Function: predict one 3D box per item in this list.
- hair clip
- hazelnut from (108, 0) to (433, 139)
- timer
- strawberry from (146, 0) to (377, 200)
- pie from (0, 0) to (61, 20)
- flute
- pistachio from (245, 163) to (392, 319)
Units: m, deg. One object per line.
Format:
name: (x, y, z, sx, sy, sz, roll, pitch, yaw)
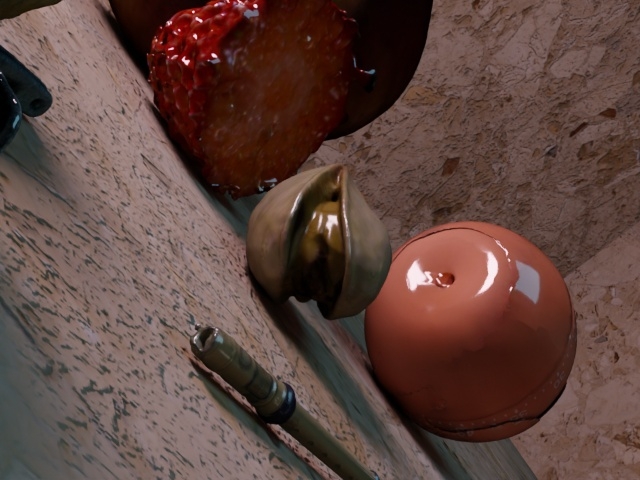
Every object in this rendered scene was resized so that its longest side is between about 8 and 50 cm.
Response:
hair clip: (-0.154, -0.076, 0.591, 0.070, 0.039, 0.229, 50, 3, -9)
hazelnut: (-0.065, -0.295, 1.495, 0.421, 0.421, 0.352, 51, 43, -19)
timer: (0.163, 0.099, 1.378, 0.229, 0.230, 0.215, 56, -4, 45)
strawberry: (-0.082, -0.170, 1.257, 0.178, 0.234, 0.234, 30, -10, 33)
pie: (-0.216, -0.238, 0.639, 0.302, 0.067, 0.302, 44, 27, -29)
flute: (-0.005, 0.111, 0.728, 0.233, 0.027, 0.027, 49, 5, -45)
pistachio: (0.000, 0.000, 1.087, 0.130, 0.131, 0.206, 9, 7, -1)
